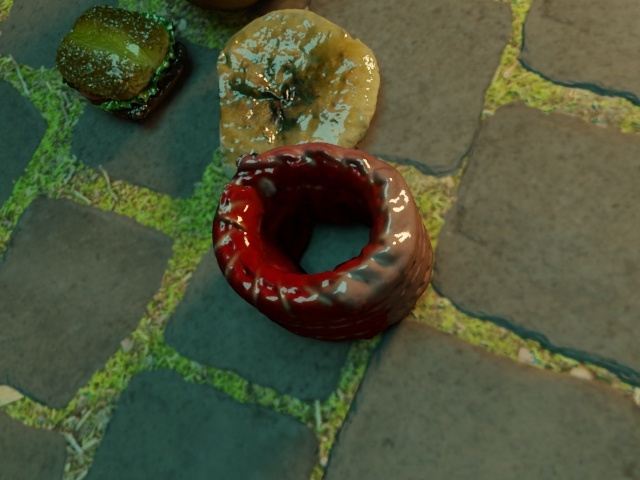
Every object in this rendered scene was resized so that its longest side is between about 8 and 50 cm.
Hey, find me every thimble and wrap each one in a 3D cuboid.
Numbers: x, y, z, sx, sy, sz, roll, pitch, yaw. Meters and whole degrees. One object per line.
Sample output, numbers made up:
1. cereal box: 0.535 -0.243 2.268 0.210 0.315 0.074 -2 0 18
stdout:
1. thimble: 0.004 0.005 0.650 0.189 0.125 0.163 14 73 24

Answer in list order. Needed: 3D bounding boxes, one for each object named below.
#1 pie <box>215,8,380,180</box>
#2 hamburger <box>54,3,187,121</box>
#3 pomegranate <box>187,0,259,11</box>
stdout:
1. pie: -0.025 -0.155 0.770 0.185 0.052 0.218 -12 67 10
2. hamburger: -0.246 -0.226 0.859 0.166 0.087 0.137 28 80 28
3. pomegranate: -0.131 -0.399 0.786 0.229 0.270 0.252 -42 54 9
